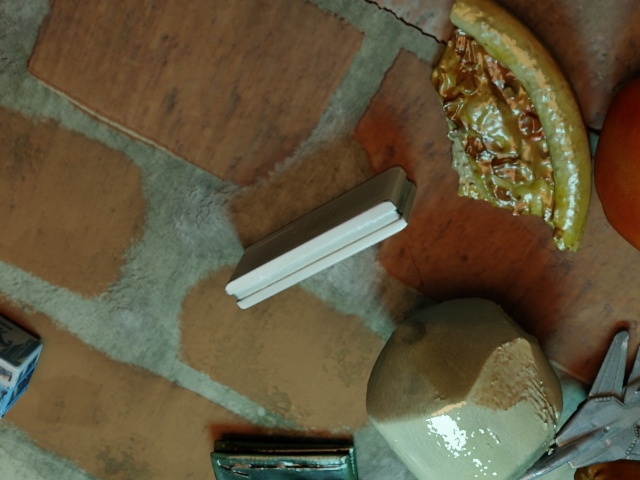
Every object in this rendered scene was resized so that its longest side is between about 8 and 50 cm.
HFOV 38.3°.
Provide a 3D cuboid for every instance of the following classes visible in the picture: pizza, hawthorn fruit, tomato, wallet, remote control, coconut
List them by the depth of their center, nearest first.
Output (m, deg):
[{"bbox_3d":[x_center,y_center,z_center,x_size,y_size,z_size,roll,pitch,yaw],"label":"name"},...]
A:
[{"bbox_3d":[0.433,-0.081,1.052,0.259,0.180,0.260,8,120,13],"label":"tomato"},{"bbox_3d":[0.230,-0.136,1.131,0.182,0.074,0.365,-11,116,26],"label":"pizza"},{"bbox_3d":[0.188,0.195,1.234,0.245,0.245,0.247,-22,119,24],"label":"coconut"},{"bbox_3d":[0.000,0.000,1.250,0.277,0.103,0.055,-28,109,26],"label":"remote control"},{"bbox_3d":[0.431,0.355,1.336,0.125,0.140,0.125,34,137,39],"label":"hawthorn fruit"},{"bbox_3d":[-0.054,0.396,1.515,0.236,0.055,0.160,0,125,13],"label":"wallet"}]

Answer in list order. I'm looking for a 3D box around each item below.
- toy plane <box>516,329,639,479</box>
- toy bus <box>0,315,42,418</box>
[{"bbox_3d":[0.376,0.268,1.285,0.267,0.088,0.212,-31,93,9],"label":"toy plane"},{"bbox_3d":[-0.604,0.154,1.491,0.297,0.106,0.131,33,117,-3],"label":"toy bus"}]
